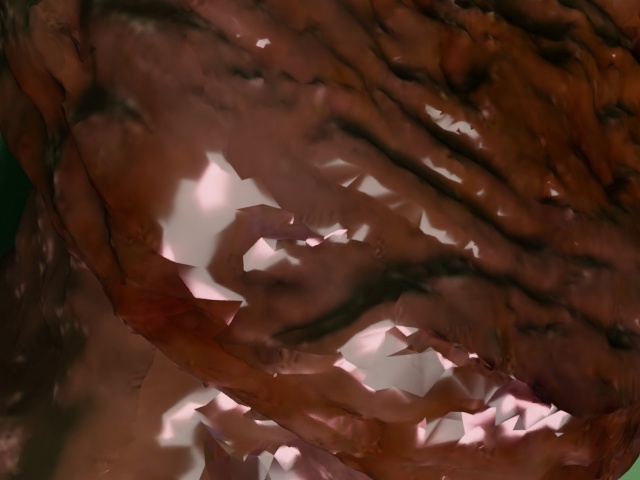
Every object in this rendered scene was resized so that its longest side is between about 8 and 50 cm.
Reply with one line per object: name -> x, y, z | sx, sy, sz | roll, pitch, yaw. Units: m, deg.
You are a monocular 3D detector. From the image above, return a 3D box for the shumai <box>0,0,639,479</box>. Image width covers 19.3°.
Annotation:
shumai -> -0.003, -0.003, 0.485 | 0.218, 0.183, 0.185 | -15, 171, -41
